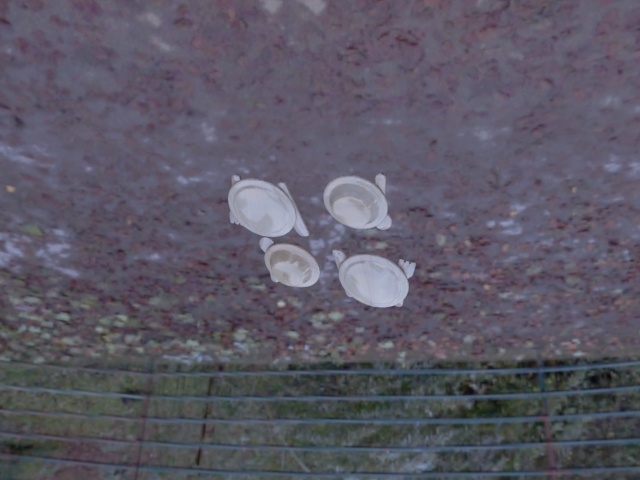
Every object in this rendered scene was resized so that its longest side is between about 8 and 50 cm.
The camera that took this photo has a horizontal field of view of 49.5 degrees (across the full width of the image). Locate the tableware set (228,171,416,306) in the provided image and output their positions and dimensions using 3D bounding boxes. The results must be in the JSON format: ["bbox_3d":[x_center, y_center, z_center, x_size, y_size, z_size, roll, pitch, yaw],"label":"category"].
[{"bbox_3d":[0.000,0.000,0.609,0.169,0.020,0.141,5,133,22],"label":"tableware set"}]
